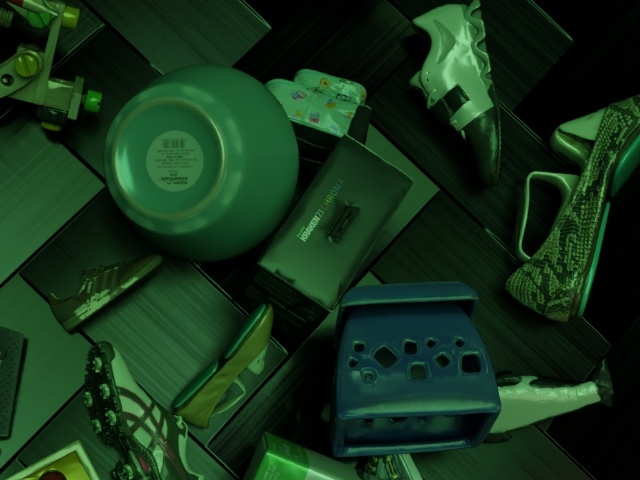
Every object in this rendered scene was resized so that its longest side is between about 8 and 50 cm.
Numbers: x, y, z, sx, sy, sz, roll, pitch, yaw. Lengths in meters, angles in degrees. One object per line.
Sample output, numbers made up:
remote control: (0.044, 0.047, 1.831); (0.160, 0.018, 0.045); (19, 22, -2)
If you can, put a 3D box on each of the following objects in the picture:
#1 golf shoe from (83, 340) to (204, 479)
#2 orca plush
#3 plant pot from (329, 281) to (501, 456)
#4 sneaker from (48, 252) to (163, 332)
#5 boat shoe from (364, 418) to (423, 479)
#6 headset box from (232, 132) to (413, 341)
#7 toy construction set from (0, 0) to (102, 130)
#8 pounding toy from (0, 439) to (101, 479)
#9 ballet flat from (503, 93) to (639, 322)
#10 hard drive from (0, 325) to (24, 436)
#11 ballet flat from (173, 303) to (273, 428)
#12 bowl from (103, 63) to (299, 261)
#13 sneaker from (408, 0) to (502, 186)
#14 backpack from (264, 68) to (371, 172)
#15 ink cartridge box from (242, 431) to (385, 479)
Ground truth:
golf shoe: (-0.273, 0.275, 1.705); (0.120, 0.105, 0.272); (-17, 84, -35)
orca plush: (0.321, 0.232, 1.837); (0.287, 0.151, 0.102); (-20, 39, 6)
plant pot: (0.127, 0.187, 1.675); (0.236, 0.236, 0.212); (-2, 66, -3)
sneaker: (-0.332, 0.062, 1.751); (0.188, 0.066, 0.071); (-36, 85, -19)
boat shoe: (0.094, 0.344, 1.776); (0.083, 0.065, 0.183); (-27, 82, -16)
headset box: (0.000, 0.000, 1.730); (0.131, 0.283, 0.246); (34, 70, -2)
toy construction set: (-0.428, -0.296, 1.714); (0.237, 0.309, 0.257); (21, 80, -12)
pounding toy: (-0.425, 0.371, 1.633); (0.206, 0.094, 0.181); (-27, 83, -19)
ballet flat: (0.445, -0.093, 1.938); (0.182, 0.164, 0.482); (24, 72, 15)
hard drive: (-0.564, 0.189, 1.628); (0.255, 0.054, 0.172); (16, 71, -34)
ballet flat: (-0.130, 0.194, 1.726); (0.073, 0.080, 0.232); (39, 106, -12)
bowl: (-0.202, -0.121, 1.709); (0.312, 0.163, 0.311); (0, 91, 14)
sneaker: (0.231, -0.244, 1.949); (0.146, 0.122, 0.330); (-10, 79, 3)
backpack: (-0.018, -0.192, 1.840); (0.188, 0.166, 0.144); (12, 70, -1)
ink cartridge box: (0.010, 0.441, 1.674); (0.289, 0.121, 0.211); (23, 90, -7)
